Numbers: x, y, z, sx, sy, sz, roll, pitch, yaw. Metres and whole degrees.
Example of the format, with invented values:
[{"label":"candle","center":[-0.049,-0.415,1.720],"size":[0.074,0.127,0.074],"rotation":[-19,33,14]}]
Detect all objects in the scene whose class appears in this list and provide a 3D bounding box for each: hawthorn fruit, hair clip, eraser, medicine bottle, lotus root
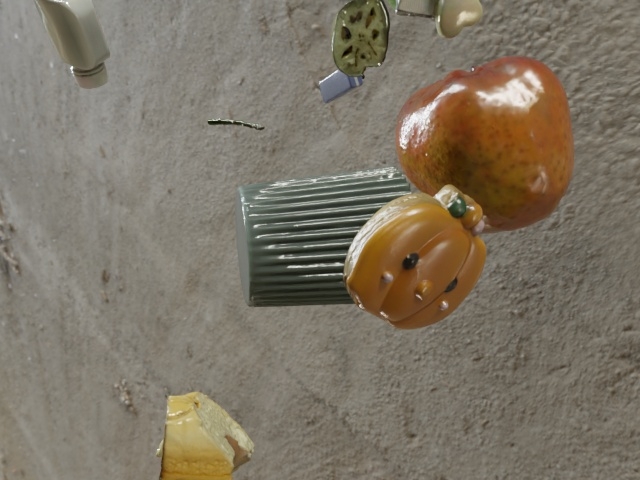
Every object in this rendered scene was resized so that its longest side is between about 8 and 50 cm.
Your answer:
[{"label":"hawthorn fruit","center":[0.429,-0.234,1.399],"size":[0.472,0.472,0.471],"rotation":[16,115,40]},{"label":"hair clip","center":[0.303,-0.598,1.363],"size":[0.219,0.071,0.159],"rotation":[7,117,-3]},{"label":"eraser","center":[0.065,-0.535,1.844],"size":[0.225,0.036,0.082],"rotation":[-5,106,64]},{"label":"medicine bottle","center":[-0.471,-0.390,1.047],"size":[0.119,0.069,0.183],"rotation":[22,142,21]},{"label":"lotus root","center":[0.090,-0.529,1.400],"size":[0.078,0.183,0.203],"rotation":[33,119,48]}]

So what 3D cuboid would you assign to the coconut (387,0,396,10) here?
[{"label":"coconut","center":[0.211,-0.682,1.465],"size":[0.158,0.055,0.133],"rotation":[-130,34,-48]}]

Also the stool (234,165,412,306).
[{"label":"stool","center":[0.000,0.000,1.124],"size":[0.297,0.330,0.297],"rotation":[175,90,-76]}]

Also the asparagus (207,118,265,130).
[{"label":"asparagus","center":[-0.165,-0.230,1.068],"size":[0.163,0.016,0.016],"rotation":[14,75,35]}]

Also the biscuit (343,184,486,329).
[{"label":"biscuit","center":[0.111,0.024,0.563],"size":[0.050,0.170,0.170],"rotation":[-126,41,-50]}]

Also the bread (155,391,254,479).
[{"label":"bread","center":[-0.263,0.397,1.001],"size":[0.211,0.224,0.183],"rotation":[56,171,-7]}]
